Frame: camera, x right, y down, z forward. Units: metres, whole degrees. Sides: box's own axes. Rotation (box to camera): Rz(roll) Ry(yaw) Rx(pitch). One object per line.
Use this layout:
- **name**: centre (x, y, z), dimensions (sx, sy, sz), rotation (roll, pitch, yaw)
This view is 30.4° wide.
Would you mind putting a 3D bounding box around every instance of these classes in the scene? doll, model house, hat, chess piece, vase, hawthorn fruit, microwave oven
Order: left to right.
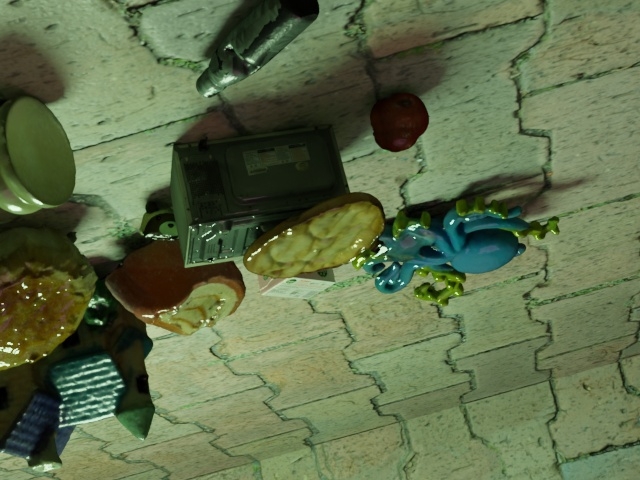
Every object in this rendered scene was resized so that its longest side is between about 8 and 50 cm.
- **chess piece**: centre (-0.456, -0.081, 1.505), dimensions (0.251, 0.144, 0.144), rotation (-16, 160, 23)
- **model house**: centre (-0.456, 0.249, 2.054), dimensions (0.312, 0.280, 0.245), rotation (-13, 159, 7)
- **hat**: centre (-0.242, -0.030, 1.840), dimensions (0.077, 0.059, 0.076), rotation (4, 179, 5)
- **vase**: centre (-0.086, -0.235, 1.431), dimensions (0.060, 0.059, 0.211), rotation (5, 151, -40)
- **microwave oven**: centre (-0.092, -0.064, 1.744), dimensions (0.241, 0.145, 0.194), rotation (-9, 161, -13)
- **hawthorn fruit**: centre (0.117, -0.170, 1.693), dimensions (0.093, 0.093, 0.093), rotation (-12, 158, -5)
- **doll**: centre (0.236, 0.003, 2.209), dimensions (0.341, 0.098, 0.346), rotation (11, 145, -24)

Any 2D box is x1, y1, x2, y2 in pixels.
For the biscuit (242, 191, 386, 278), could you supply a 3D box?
- **biscuit**: centre (0.000, -0.005, 1.703), dimensions (0.203, 0.041, 0.260), rotation (3, 152, -30)

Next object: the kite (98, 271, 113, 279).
- **kite**: centre (-0.450, 0.096, 2.079), dimensions (0.361, 0.022, 0.204), rotation (-16, 159, 7)

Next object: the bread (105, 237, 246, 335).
- **bread**: centre (-0.230, 0.077, 2.022), dimensions (0.190, 0.123, 0.244), rotation (-35, 160, 9)

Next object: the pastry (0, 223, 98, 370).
- **pastry**: centre (-0.476, 0.083, 1.813), dimensions (0.257, 0.121, 0.235), rotation (-21, 137, -22)

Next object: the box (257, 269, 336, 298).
- **box**: centre (-0.046, 0.073, 2.242), dimensions (0.125, 0.043, 0.089), rotation (9, 149, -44)
